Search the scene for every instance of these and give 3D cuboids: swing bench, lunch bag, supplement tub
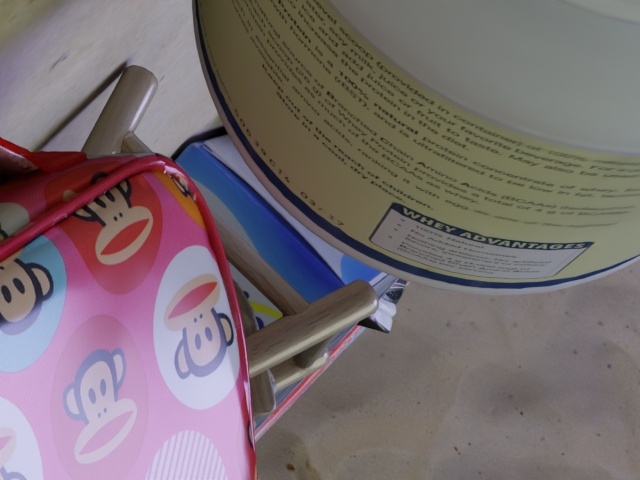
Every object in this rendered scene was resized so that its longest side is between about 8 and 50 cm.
[{"bbox_3d":[-0.125,0.080,0.982,0.254,0.165,0.253,-45,176,-10],"label":"swing bench"},{"bbox_3d":[-0.133,0.085,0.684,0.120,0.258,0.293,1,-161,29],"label":"lunch bag"},{"bbox_3d":[0.081,-0.122,0.622,0.235,0.235,0.325,-46,176,-13],"label":"supplement tub"}]

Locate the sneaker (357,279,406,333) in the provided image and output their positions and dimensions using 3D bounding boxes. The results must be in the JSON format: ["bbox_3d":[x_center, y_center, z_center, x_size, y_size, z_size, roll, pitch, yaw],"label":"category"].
[{"bbox_3d":[0.000,0.000,1.557,0.072,0.178,0.077,5,-118,59],"label":"sneaker"}]

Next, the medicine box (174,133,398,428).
[{"bbox_3d":[-0.090,0.069,1.329,0.289,0.149,0.263,-48,176,14],"label":"medicine box"}]

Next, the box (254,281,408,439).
[{"bbox_3d":[-0.020,0.033,1.669,0.300,0.154,0.142,-47,176,-1],"label":"box"}]
